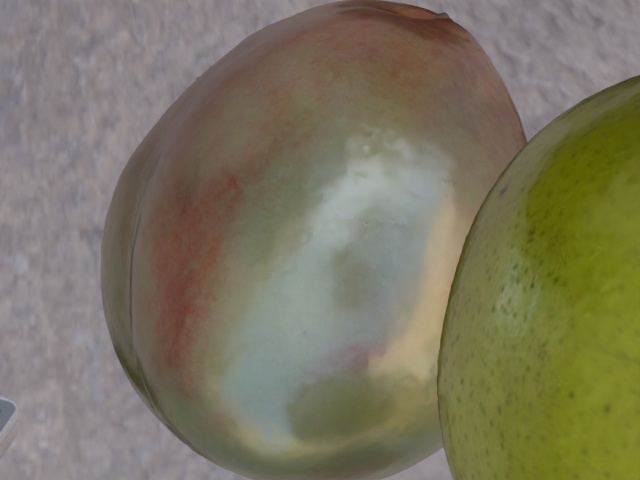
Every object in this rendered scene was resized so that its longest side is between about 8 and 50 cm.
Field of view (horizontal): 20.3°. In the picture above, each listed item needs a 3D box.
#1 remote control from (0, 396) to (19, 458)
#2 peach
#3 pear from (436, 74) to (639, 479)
[{"bbox_3d":[-0.322,0.193,1.362,0.103,0.250,0.034,14,123,10],"label":"remote control"},{"bbox_3d":[0.001,0.000,1.021,0.247,0.292,0.292,15,113,-1],"label":"peach"},{"bbox_3d":[0.127,0.036,0.509,0.198,0.198,0.198,-3,116,-7],"label":"pear"}]
